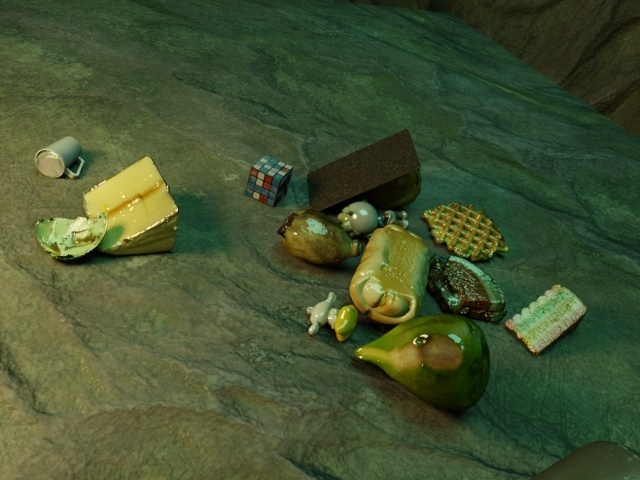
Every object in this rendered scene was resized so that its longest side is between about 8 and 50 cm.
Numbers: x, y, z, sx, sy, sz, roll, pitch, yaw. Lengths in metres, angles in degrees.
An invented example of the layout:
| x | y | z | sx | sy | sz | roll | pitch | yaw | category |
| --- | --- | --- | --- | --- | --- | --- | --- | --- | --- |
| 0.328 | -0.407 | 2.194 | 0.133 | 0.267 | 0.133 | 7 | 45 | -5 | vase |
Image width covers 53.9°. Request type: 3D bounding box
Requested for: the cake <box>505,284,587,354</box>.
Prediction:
| x | y | z | sx | sy | sz | roll | pitch | yaw | category |
| --- | --- | --- | --- | --- | --- | --- | --- | --- | --- |
| 0.573 | 0.192 | 1.579 | 0.225 | 0.090 | 0.109 | -18 | 53 | -39 | cake |

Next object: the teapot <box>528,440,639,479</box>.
| x | y | z | sx | sy | sz | roll | pitch | yaw | category |
| --- | --- | --- | --- | --- | --- | --- | --- | --- | --- |
| 0.386 | 0.493 | 0.993 | 0.344 | 0.253 | 0.300 | -5 | 73 | -19 | teapot |

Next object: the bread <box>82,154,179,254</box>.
| x | y | z | sx | sy | sz | roll | pitch | yaw | category |
| --- | --- | --- | --- | --- | --- | --- | --- | --- | --- |
| -0.447 | -0.081 | 1.446 | 0.178 | 0.135 | 0.240 | -8 | 45 | -31 | bread |

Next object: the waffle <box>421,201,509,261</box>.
| x | y | z | sx | sy | sz | roll | pitch | yaw | category |
| --- | --- | --- | --- | --- | --- | --- | --- | --- | --- |
| 0.424 | -0.025 | 1.839 | 0.244 | 0.058 | 0.237 | -5 | 44 | -25 | waffle |

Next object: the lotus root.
| x | y | z | sx | sy | sz | roll | pitch | yaw | category |
| --- | --- | --- | --- | --- | --- | --- | --- | --- | --- |
| 0.000 | 0.000 | 1.549 | 0.214 | 0.138 | 0.138 | 21 | 35 | 3 | lotus root |

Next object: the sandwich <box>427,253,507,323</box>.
| x | y | z | sx | sy | sz | roll | pitch | yaw | category |
| --- | --- | --- | --- | --- | --- | --- | --- | --- | --- |
| 0.357 | 0.109 | 1.598 | 0.159 | 0.079 | 0.235 | -4 | 41 | -28 | sandwich |

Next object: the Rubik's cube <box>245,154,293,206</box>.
| x | y | z | sx | sy | sz | roll | pitch | yaw | category |
| --- | --- | --- | --- | --- | --- | --- | --- | --- | --- |
| -0.141 | -0.165 | 1.732 | 0.092 | 0.092 | 0.092 | 24 | 36 | 8 | Rubik's cube |

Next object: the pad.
| x | y | z | sx | sy | sz | roll | pitch | yaw | category |
| --- | --- | --- | --- | --- | --- | --- | --- | --- | --- |
| 0.113 | -0.197 | 1.783 | 0.330 | 0.004 | 0.220 | -23 | 36 | 14 | pad |

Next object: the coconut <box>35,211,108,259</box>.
| x | y | z | sx | sy | sz | roll | pitch | yaw | category |
| --- | --- | --- | --- | --- | --- | --- | --- | --- | --- |
| -0.538 | -0.008 | 1.367 | 0.158 | 0.055 | 0.133 | 6 | 60 | 9 | coconut |

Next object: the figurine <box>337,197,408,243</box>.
| x | y | z | sx | sy | sz | roll | pitch | yaw | category |
| --- | --- | --- | --- | --- | --- | --- | --- | --- | --- |
| 0.141 | -0.053 | 1.716 | 0.197 | 0.093 | 0.147 | 8 | 58 | -27 | figurine |

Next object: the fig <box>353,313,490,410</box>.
| x | y | z | sx | sy | sz | roll | pitch | yaw | category |
| --- | --- | --- | --- | --- | --- | --- | --- | --- | --- |
| 0.201 | 0.237 | 1.292 | 0.275 | 0.206 | 0.206 | 2 | 27 | 28 | fig |

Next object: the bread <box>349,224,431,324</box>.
| x | y | z | sx | sy | sz | roll | pitch | yaw | category |
| --- | --- | --- | --- | --- | --- | --- | --- | --- | --- |
| 0.174 | 0.083 | 1.516 | 0.173 | 0.121 | 0.311 | 26 | 36 | 3 | bread |

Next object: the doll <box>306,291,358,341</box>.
| x | y | z | sx | sy | sz | roll | pitch | yaw | category |
| --- | --- | --- | --- | --- | --- | --- | --- | --- | --- |
| 0.021 | 0.169 | 1.387 | 0.113 | 0.071 | 0.135 | 32 | 42 | 32 | doll |

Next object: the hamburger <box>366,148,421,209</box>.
| x | y | z | sx | sy | sz | roll | pitch | yaw | category |
| --- | --- | --- | --- | --- | --- | --- | --- | --- | --- |
| 0.204 | -0.184 | 1.845 | 0.186 | 0.177 | 0.113 | -1 | 45 | -4 | hamburger |

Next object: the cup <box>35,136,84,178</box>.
| x | y | z | sx | sy | sz | roll | pitch | yaw | category |
| --- | --- | --- | --- | --- | --- | --- | --- | --- | --- |
| -0.646 | -0.204 | 1.593 | 0.104 | 0.074 | 0.116 | 39 | 29 | -12 | cup |
